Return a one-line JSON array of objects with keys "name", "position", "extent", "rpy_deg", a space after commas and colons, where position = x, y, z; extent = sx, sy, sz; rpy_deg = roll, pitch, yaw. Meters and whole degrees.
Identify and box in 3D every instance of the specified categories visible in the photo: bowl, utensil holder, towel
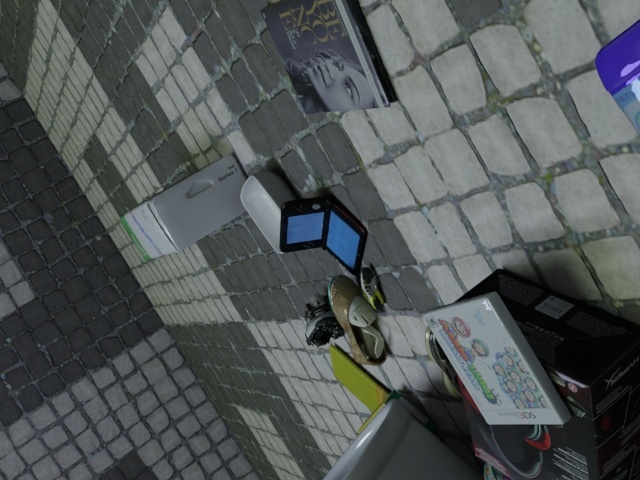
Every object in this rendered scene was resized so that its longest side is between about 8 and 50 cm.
[{"name": "bowl", "position": [-0.079, -0.055, 1.412], "extent": [0.142, 0.053, 0.142], "rpy_deg": [55, 156, 5]}, {"name": "utensil holder", "position": [0.166, 0.494, 1.213], "extent": [0.385, 0.327, 0.327], "rpy_deg": [38, 154, 8]}, {"name": "towel", "position": [0.102, 0.302, 1.559], "extent": [0.237, 0.021, 0.102], "rpy_deg": [37, 146, 40]}]

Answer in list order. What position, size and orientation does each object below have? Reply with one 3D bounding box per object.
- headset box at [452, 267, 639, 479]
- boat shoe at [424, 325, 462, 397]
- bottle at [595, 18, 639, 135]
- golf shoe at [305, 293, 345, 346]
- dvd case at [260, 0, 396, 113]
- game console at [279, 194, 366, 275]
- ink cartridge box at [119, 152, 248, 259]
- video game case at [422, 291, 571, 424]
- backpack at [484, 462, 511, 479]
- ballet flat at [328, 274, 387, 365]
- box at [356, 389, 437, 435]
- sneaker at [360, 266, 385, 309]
[{"name": "headset box", "position": [0.284, 0.208, 0.955], "extent": [0.218, 0.110, 0.293], "rpy_deg": [27, 143, 49]}, {"name": "boat shoe", "position": [0.202, 0.179, 1.162], "extent": [0.049, 0.056, 0.152], "rpy_deg": [16, 144, 50]}, {"name": "bottle", "position": [0.323, -0.053, 0.564], "extent": [0.283, 0.092, 0.118], "rpy_deg": [56, 153, 3]}, {"name": "golf shoe", "position": [-0.003, 0.144, 1.448], "extent": [0.198, 0.077, 0.094], "rpy_deg": [90, 158, -79]}, {"name": "dvd case", "position": [0.004, -0.249, 1.042], "extent": [0.221, 0.018, 0.165], "rpy_deg": [11, 129, 60]}, {"name": "game console", "position": [0.000, 0.000, 1.293], "extent": [0.144, 0.124, 0.085], "rpy_deg": [97, 161, -56]}, {"name": "ink cartridge box", "position": [-0.274, -0.063, 1.597], "extent": [0.117, 0.201, 0.278], "rpy_deg": [60, 156, -9]}, {"name": "video game case", "position": [0.193, 0.137, 0.880], "extent": [0.157, 0.019, 0.143], "rpy_deg": [59, 155, 0]}, {"name": "backpack", "position": [0.310, 0.363, 1.091], "extent": [0.182, 0.152, 0.115], "rpy_deg": [52, 153, 43]}, {"name": "ballet flat", "position": [0.074, 0.142, 1.357], "extent": [0.067, 0.073, 0.206], "rpy_deg": [17, 144, 40]}, {"name": "box", "position": [0.138, 0.359, 1.470], "extent": [0.105, 0.043, 0.179], "rpy_deg": [39, 143, 9]}, {"name": "sneaker", "position": [0.079, 0.078, 1.298], "extent": [0.035, 0.031, 0.083], "rpy_deg": [24, 141, 53]}]
